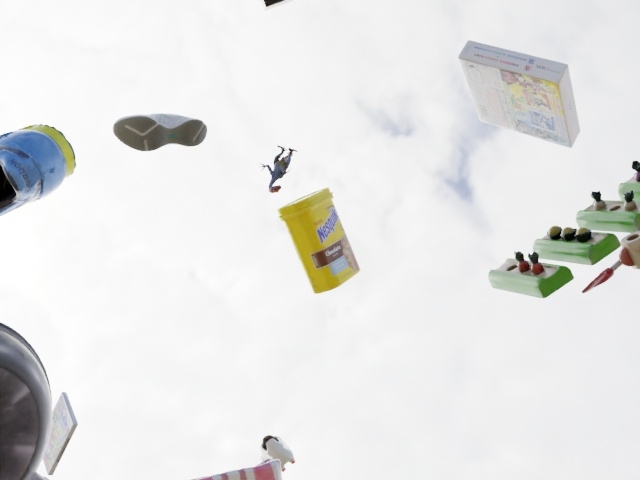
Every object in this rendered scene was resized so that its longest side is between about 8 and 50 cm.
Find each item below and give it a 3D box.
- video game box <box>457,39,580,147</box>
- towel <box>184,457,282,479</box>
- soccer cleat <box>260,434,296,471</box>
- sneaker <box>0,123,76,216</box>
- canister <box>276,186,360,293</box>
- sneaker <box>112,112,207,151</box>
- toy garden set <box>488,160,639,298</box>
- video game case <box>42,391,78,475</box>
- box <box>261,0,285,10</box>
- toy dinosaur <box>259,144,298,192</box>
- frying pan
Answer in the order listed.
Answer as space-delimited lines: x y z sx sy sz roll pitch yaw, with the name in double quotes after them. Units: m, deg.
0.350 -0.254 1.522 0.187 0.048 0.205 25 -14 31 "video game box"
-0.113 0.258 0.681 0.197 0.029 0.144 -5 -87 -30 "towel"
-0.101 0.456 1.898 0.068 0.196 0.076 -36 -91 -16 "soccer cleat"
-0.314 -0.048 0.775 0.209 0.082 0.069 -12 -68 33 "sneaker"
0.000 0.000 1.593 0.073 0.126 0.169 -18 -83 33 "canister"
-0.247 -0.165 1.300 0.152 0.061 0.053 -5 -66 -43 "sneaker"
0.321 -0.021 0.937 0.244 0.204 0.049 -32 -77 -15 "toy garden set"
-0.470 0.345 1.555 0.011 0.087 0.122 15 -67 -38 "video game case"
-0.076 -0.401 1.326 0.052 0.062 0.083 -21 -80 -2 "box"
-0.064 -0.114 1.443 0.047 0.090 0.082 17 -92 22 "toy dinosaur"
-0.287 0.216 0.744 0.053 0.197 0.326 8 -56 41 "frying pan"
